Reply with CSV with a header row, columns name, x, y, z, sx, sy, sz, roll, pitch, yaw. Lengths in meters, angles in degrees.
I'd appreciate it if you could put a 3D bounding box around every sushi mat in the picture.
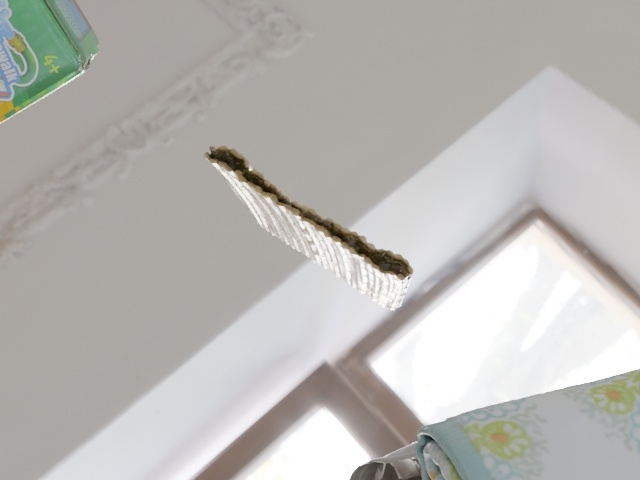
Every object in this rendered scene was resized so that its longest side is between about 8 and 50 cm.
name,x,y,z,sx,sy,sz,roll,pitch,yaw
sushi mat,0.000,0.000,0.860,0.151,0.019,0.316,34,-4,6

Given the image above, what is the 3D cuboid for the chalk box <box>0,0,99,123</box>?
name,x,y,z,sx,sy,sz,roll,pitch,yaw
chalk box,-0.249,-0.146,0.694,0.180,0.289,0.179,57,0,-16

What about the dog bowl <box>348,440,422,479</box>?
name,x,y,z,sx,sy,sz,roll,pitch,yaw
dog bowl,0.182,0.379,1.331,0.349,0.102,0.348,39,-33,32

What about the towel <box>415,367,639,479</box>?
name,x,y,z,sx,sy,sz,roll,pitch,yaw
towel,0.293,0.288,0.998,0.090,0.321,0.374,108,-34,-48
